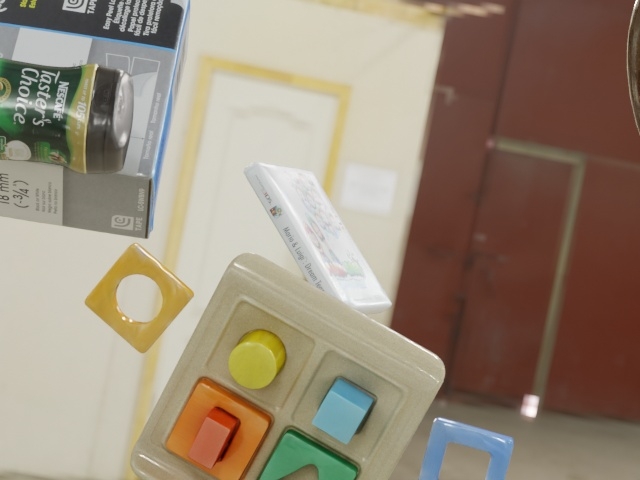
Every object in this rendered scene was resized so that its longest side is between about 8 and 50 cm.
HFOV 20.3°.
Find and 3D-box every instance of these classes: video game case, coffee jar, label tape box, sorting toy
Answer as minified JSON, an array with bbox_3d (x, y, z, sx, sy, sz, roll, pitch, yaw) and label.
[{"bbox_3d":[0.000,0.000,1.516,0.019,0.143,0.157,-33,-10,14],"label":"video game case"},{"bbox_3d":[-0.259,-0.114,1.586,0.184,0.096,0.079,6,-28,-3],"label":"coffee jar"},{"bbox_3d":[-0.310,-0.148,1.747,0.333,0.241,0.106,8,-35,-2],"label":"label tape box"},{"bbox_3d":[-0.031,0.133,1.327,0.347,0.196,0.047,29,13,4],"label":"sorting toy"}]

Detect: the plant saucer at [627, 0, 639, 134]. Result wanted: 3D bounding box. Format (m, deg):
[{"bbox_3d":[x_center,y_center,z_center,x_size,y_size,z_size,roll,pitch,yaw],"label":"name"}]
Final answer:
[{"bbox_3d":[0.171,-0.052,0.690,0.029,0.168,0.168,-22,16,-23],"label":"plant saucer"}]
